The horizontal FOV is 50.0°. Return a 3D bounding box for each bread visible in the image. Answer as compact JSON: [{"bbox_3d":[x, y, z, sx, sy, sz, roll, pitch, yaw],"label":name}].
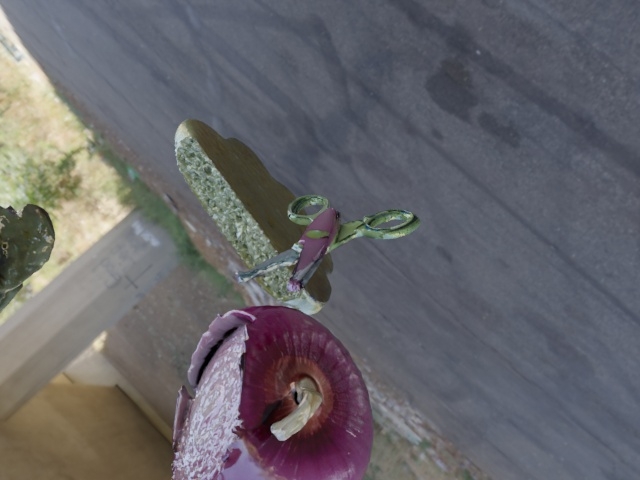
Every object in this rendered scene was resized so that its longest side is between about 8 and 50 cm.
[{"bbox_3d":[-0.074,-0.030,0.879,0.286,0.056,0.207,56,-164,9],"label":"bread"}]

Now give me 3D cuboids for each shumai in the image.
[{"bbox_3d":[-0.509,0.064,1.035,0.222,0.271,0.204,-1,165,39],"label":"shumai"}]

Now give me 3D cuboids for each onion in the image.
[{"bbox_3d":[-0.036,0.172,0.654,0.200,0.201,0.207,57,-177,-38],"label":"onion"}]

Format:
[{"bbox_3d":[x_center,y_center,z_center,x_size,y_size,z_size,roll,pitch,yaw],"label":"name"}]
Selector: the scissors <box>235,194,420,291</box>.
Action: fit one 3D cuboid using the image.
[{"bbox_3d":[0.000,0.000,0.611,0.134,0.187,0.020,10,116,27],"label":"scissors"}]
